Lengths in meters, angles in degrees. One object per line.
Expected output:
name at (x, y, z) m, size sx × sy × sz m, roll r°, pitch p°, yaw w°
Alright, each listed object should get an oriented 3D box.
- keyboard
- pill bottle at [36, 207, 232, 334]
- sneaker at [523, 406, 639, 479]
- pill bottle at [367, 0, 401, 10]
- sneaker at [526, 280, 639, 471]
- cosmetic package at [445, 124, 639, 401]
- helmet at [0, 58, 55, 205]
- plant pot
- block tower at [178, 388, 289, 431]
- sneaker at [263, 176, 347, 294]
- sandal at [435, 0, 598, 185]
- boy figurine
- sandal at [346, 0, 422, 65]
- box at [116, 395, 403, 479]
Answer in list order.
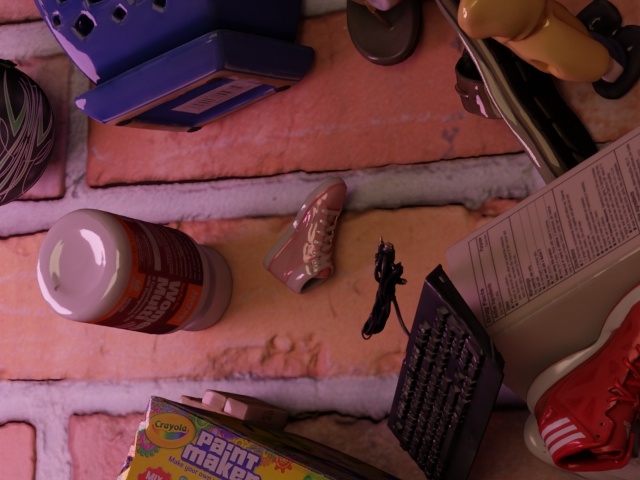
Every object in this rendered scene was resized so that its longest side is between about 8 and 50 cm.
keyboard at (0.096, 0.120, 1.782) m, size 0.033 × 0.317 × 0.201 m, roll -24°, pitch 64°, yaw -19°
pill bottle at (-0.197, 0.039, 1.992) m, size 0.121 × 0.221 × 0.121 m, roll -6°, pitch 79°, yaw 31°
sneaker at (0.320, 0.181, 1.709) m, size 0.297 × 0.129 × 0.111 m, roll -1°, pitch 83°, yaw 33°
pill bottle at (0.111, -0.337, 1.906) m, size 0.193 × 0.108 × 0.108 m, roll -38°, pitch 62°, yaw -6°
sneaker at (0.288, 0.130, 1.646) m, size 0.221 × 0.087 × 0.128 m, roll -48°, pitch 32°, yaw 26°
cosmetic package at (0.279, 0.014, 1.734) m, size 0.296 × 0.129 × 0.153 m, roll -32°, pitch 39°, yaw 24°
helmet at (-0.396, -0.125, 2.177) m, size 0.169 × 0.169 × 0.161 m, roll -51°, pitch 44°, yaw 14°
plant pot at (-0.153, -0.247, 2.013) m, size 0.236 × 0.236 × 0.212 m, roll -22°, pitch 78°, yaw 27°
block tower at (-0.140, 0.329, 1.989) m, size 0.091 × 0.097 × 0.336 m, roll 19°, pitch 90°, yaw 32°
sneaker at (0.000, 0.000, 1.981) m, size 0.070 × 0.051 × 0.134 m, roll 46°, pitch 109°, yaw 27°
sandal at (0.184, -0.150, 1.858) m, size 0.086 × 0.120 × 0.303 m, roll -40°, pitch 64°, yaw 35°
boy figurine at (0.208, -0.216, 1.750) m, size 0.177 × 0.285 × 0.092 m, roll 45°, pitch 106°, yaw 32°
sandal at (0.059, -0.297, 1.985) m, size 0.090 × 0.060 × 0.219 m, roll -6°, pitch 79°, yaw 31°
box at (-0.016, 0.298, 1.799) m, size 0.290 × 0.279 × 0.177 m, roll 21°, pitch 87°, yaw 33°
